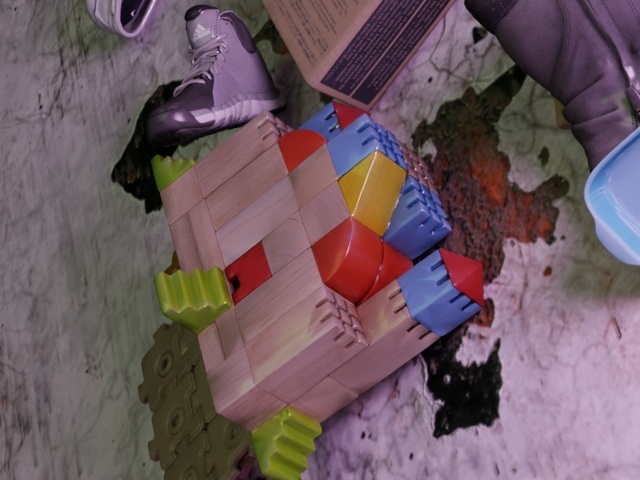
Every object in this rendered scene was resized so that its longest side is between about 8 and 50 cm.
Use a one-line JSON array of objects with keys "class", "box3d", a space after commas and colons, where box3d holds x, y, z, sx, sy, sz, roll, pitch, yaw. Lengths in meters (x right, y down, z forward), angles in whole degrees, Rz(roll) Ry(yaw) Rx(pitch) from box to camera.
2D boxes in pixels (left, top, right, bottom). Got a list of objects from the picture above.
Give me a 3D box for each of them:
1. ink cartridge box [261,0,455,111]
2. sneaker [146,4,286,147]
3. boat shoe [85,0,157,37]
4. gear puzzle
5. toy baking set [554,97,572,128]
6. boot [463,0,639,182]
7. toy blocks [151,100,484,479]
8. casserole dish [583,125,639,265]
[{"class": "ink cartridge box", "box3d": [0.036, -0.276, 1.838, 0.193, 0.088, 0.235, -50, 39, 21]}, {"class": "sneaker", "box3d": [-0.125, -0.173, 1.857, 0.086, 0.228, 0.132, -18, 92, 26]}, {"class": "boat shoe", "box3d": [-0.202, -0.368, 2.202, 0.084, 0.095, 0.258, 32, 109, 50]}, {"class": "gear puzzle", "box3d": [-0.120, 0.135, 1.879, 0.175, 0.044, 0.339, -49, 38, 28]}, {"class": "toy baking set", "box3d": [0.268, -0.213, 1.561, 0.196, 0.030, 0.256, -26, 57, 38]}, {"class": "boot", "box3d": [0.285, -0.211, 1.426, 0.223, 0.118, 0.338, 53, 130, 15]}, {"class": "toy blocks", "box3d": [0.000, 0.000, 1.701, 0.261, 0.190, 0.381, -37, 45, 19]}, {"class": "casserole dish", "box3d": [0.289, -0.054, 1.398, 0.188, 0.114, 0.037, -44, 3, 29]}]
